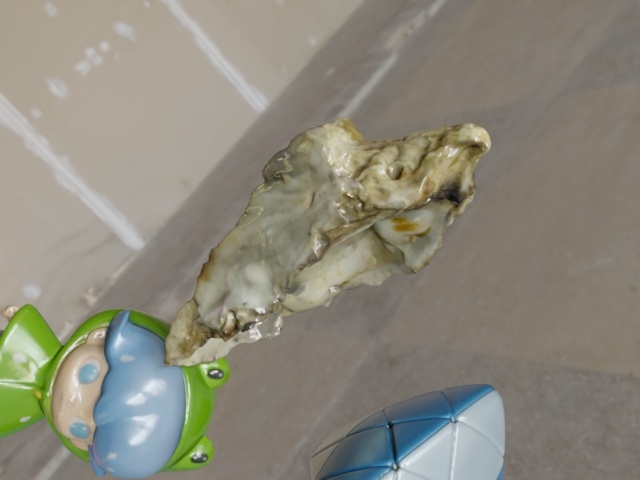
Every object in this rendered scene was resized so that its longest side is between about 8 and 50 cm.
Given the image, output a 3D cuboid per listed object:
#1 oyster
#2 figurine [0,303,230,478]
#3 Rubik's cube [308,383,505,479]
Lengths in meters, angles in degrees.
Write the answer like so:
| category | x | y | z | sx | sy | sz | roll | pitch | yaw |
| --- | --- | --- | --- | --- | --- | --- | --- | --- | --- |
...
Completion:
| category | x | y | z | sx | sy | sz | roll | pitch | yaw |
| --- | --- | --- | --- | --- | --- | --- | --- | --- | --- |
| oyster | -0.004 | -0.003 | 0.792 | 0.341 | 0.166 | 0.110 | -50 | 56 | 42 |
| figurine | -0.221 | 0.135 | 0.911 | 0.143 | 0.263 | 0.162 | -41 | -37 | -87 |
| Rubik's cube | 0.099 | 0.240 | 1.088 | 0.254 | 0.254 | 0.254 | -34 | 23 | 17 |
